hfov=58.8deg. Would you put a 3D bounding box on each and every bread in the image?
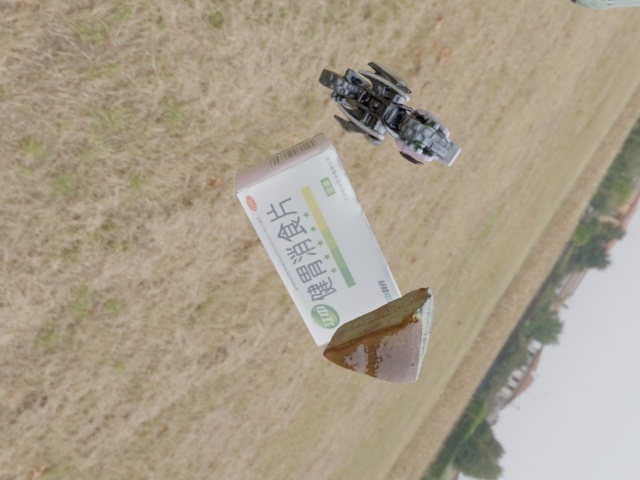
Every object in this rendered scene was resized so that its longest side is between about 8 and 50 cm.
[{"bbox_3d":[0.058,0.080,0.439,0.109,0.062,0.043,-35,-166,41],"label":"bread"}]

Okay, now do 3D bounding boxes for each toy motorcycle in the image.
[{"bbox_3d":[0.142,-0.244,1.108,0.188,0.327,0.143,13,113,-52],"label":"toy motorcycle"}]

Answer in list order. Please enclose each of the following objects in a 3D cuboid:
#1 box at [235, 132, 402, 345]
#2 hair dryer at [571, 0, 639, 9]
[{"bbox_3d":[0.001,0.002,0.983,0.173,0.332,0.145,-25,-159,3],"label":"box"},{"bbox_3d":[0.616,-0.542,1.188,0.067,0.167,0.199,96,17,-54],"label":"hair dryer"}]
